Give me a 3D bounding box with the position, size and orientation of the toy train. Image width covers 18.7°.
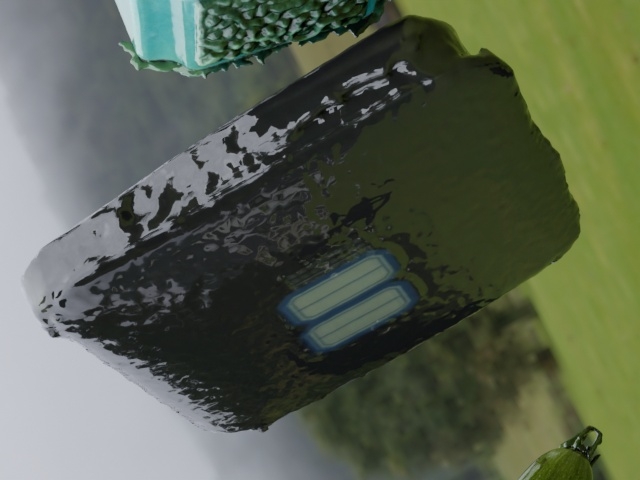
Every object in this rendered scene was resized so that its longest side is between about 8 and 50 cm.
[{"bbox_3d":[-0.048,-0.199,1.207,0.112,0.203,0.163,87,162,-64],"label":"toy train"}]

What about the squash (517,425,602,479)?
[{"bbox_3d":[0.165,0.302,1.726,0.080,0.318,0.071,25,174,-2],"label":"squash"}]

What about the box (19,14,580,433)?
[{"bbox_3d":[0.000,0.000,1.397,0.091,0.359,0.350,62,-172,28],"label":"box"}]
